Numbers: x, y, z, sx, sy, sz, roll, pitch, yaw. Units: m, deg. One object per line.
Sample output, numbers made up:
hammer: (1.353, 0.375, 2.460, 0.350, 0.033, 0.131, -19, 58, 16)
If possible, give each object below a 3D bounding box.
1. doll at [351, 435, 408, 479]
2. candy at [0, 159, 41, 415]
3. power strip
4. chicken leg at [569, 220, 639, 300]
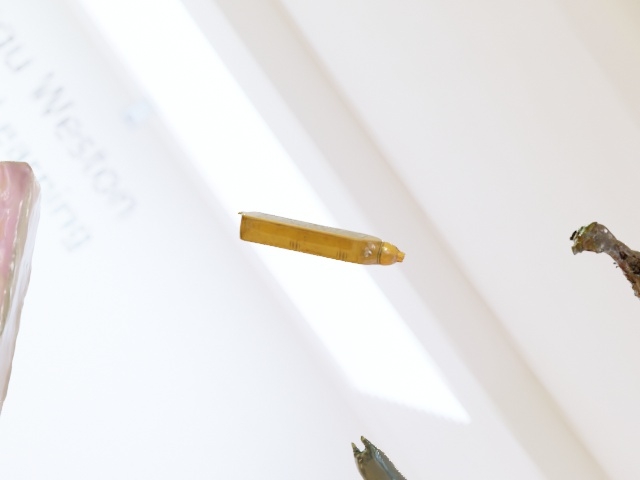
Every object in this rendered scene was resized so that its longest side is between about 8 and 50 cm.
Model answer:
doll: (0.067, 0.212, 1.510, 0.125, 0.027, 0.037, 53, -39, 1)
candy: (-0.283, 0.076, 1.354, 0.116, 0.265, 0.155, 11, -18, -6)
power strip: (0.000, 0.000, 1.869, 0.178, 0.028, 0.049, 11, 8, 13)
chicken leg: (0.369, 0.035, 1.929, 0.106, 0.253, 0.051, 124, -25, -57)
